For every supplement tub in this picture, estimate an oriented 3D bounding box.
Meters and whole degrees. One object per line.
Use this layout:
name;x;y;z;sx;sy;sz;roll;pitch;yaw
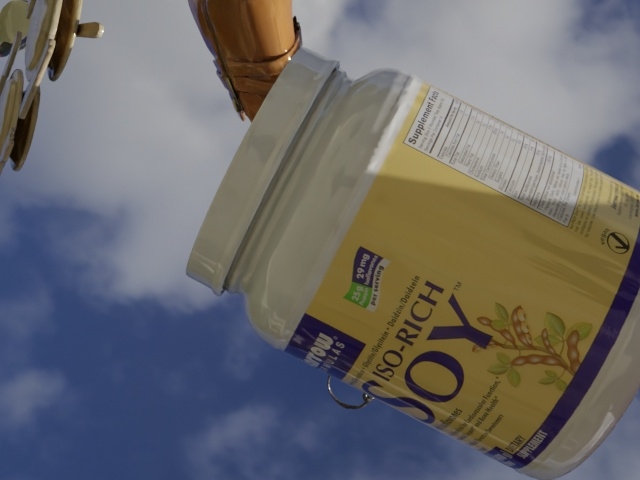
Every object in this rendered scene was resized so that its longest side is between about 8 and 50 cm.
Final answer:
supplement tub;0.087;0.013;0.985;0.331;0.241;0.241;27;-91;0

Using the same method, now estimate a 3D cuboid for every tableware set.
tableware set;-0.214;-0.124;0.967;0.194;0.039;0.128;126;-33;-44

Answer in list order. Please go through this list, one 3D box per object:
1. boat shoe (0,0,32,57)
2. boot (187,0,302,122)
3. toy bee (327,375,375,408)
boat shoe;-0.350;-0.243;1.453;0.137;0.043;0.049;-17;-101;50
boot;-0.056;-0.208;1.223;0.109;0.220;0.283;-25;-159;-23
toy bee;0.093;0.052;1.605;0.195;0.162;0.298;48;-45;8
